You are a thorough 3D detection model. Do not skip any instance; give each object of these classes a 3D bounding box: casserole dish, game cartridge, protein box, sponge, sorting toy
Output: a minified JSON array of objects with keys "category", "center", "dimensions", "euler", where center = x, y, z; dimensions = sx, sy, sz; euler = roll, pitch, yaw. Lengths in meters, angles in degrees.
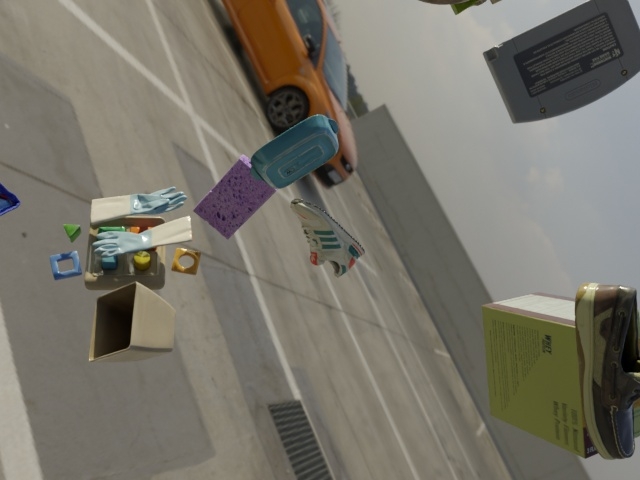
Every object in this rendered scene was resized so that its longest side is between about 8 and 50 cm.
[{"category":"casserole dish","center":[-0.043,-0.159,1.125],"dimensions":[0.037,0.188,0.114],"euler":[62,5,32]},{"category":"game cartridge","center":[0.519,-0.375,1.265],"dimensions":[0.198,0.297,0.062],"euler":[65,11,-8]},{"category":"protein box","center":[0.385,0.202,0.965],"dimensions":[0.201,0.136,0.200],"euler":[7,-76,64]},{"category":"sponge","center":[-0.208,-0.103,1.469],"dimensions":[0.117,0.210,0.031],"euler":[42,33,-11]},{"category":"sorting toy","center":[-0.462,0.022,1.437],"dimensions":[0.047,0.347,0.196],"euler":[114,-27,-57]}]

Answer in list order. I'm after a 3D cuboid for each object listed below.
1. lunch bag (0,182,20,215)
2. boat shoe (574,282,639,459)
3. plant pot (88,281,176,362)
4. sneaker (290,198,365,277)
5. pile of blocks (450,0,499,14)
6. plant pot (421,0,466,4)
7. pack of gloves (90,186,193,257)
[{"category":"lunch bag","center":[-0.602,-0.010,0.793],"dimensions":[0.293,0.221,0.138],"euler":[-58,136,-41]},{"category":"boat shoe","center":[0.358,0.160,0.719],"dimensions":[0.080,0.073,0.224],"euler":[-15,96,-45]},{"category":"plant pot","center":[-0.296,0.142,0.971],"dimensions":[0.096,0.109,0.109],"euler":[27,51,-47]},{"category":"sneaker","center":[0.000,0.000,0.996],"dimensions":[0.161,0.075,0.057],"euler":[41,-8,-28]},{"category":"pile of blocks","center":[0.227,-0.506,1.149],"dimensions":[0.149,0.112,0.362],"euler":[56,3,-38]},{"category":"plant pot","center":[0.138,-0.391,0.646],"dimensions":[0.229,0.263,0.263],"euler":[64,1,-69]},{"category":"pack of gloves","center":[-0.424,-0.037,1.429],"dimensions":[0.046,0.232,0.195],"euler":[87,-10,-48]}]
